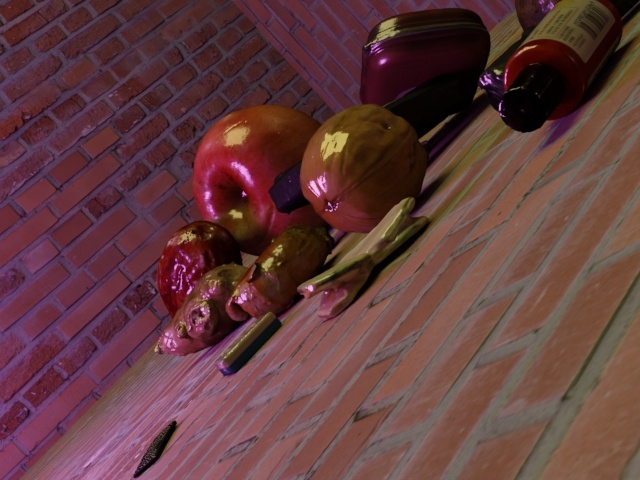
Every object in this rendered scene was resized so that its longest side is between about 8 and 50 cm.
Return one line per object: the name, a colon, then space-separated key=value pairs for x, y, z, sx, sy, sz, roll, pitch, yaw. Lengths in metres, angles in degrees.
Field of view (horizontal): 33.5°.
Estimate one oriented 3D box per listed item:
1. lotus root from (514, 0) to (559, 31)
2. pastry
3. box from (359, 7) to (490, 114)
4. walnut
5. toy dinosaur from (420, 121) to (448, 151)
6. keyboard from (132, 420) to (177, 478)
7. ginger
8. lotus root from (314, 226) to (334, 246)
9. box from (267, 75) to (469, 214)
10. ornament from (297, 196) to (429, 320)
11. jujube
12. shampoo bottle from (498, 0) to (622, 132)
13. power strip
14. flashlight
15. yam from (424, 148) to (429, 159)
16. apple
lotus root: x=0.414 y=-0.418 z=1.832 sx=0.160 sy=0.152 sz=0.275 roll=-51 pitch=3 yaw=5
pastry: x=-0.075 y=0.061 z=1.909 sx=0.229 sy=0.100 sz=0.218 roll=-50 pitch=3 yaw=-18
box: x=0.210 y=-0.349 z=2.197 sx=0.263 sy=0.108 sz=0.404 roll=-8 pitch=-14 yaw=-1
walnut: x=0.072 y=-0.117 z=1.708 sx=0.195 sy=0.195 sz=0.221 roll=-38 pitch=11 yaw=42
toy dinosaur: x=0.196 y=-0.179 z=2.197 sx=0.180 sy=0.037 sz=0.058 roll=-36 pitch=-6 yaw=16
keyboard: x=-0.256 y=0.321 z=1.646 sx=0.053 sy=0.010 sz=0.155 roll=-43 pitch=5 yaw=9
ginger: x=-0.239 y=0.162 z=2.238 sx=0.270 sy=0.123 sz=0.219 roll=-51 pitch=-4 yaw=8
lotus root: x=0.000 y=0.000 z=2.085 sx=0.049 sy=0.054 sz=0.099 roll=-33 pitch=5 yaw=-1
box: x=0.091 y=-0.192 z=2.122 sx=0.359 sy=0.091 sz=0.350 roll=-30 pitch=-3 yaw=-36
ornament: x=0.053 y=0.028 z=1.492 sx=0.201 sy=0.059 sz=0.180 roll=-42 pitch=4 yaw=-17
jujube: x=-0.270 y=0.089 z=2.416 sx=0.197 sy=0.197 sz=0.290 roll=-49 pitch=-24 yaw=-48
shampoo bottle: x=0.300 y=-0.223 z=1.355 sx=0.104 sy=0.104 sz=0.278 roll=-38 pitch=7 yaw=43
power strip: x=-0.118 y=0.167 z=1.733 sx=0.123 sy=0.032 sz=0.056 roll=-44 pitch=7 yaw=-25
flashlight: x=0.408 y=-0.347 z=1.605 sx=0.424 sy=0.103 sz=0.103 roll=-44 pitch=5 yaw=-13
yam: x=0.142 y=-0.135 z=2.031 sx=0.146 sy=0.070 sz=0.070 roll=-47 pitch=6 yaw=-25
apple: x=-0.110 y=-0.146 z=2.500 sx=0.364 sy=0.364 sz=0.364 roll=-42 pitch=5 yaw=5
